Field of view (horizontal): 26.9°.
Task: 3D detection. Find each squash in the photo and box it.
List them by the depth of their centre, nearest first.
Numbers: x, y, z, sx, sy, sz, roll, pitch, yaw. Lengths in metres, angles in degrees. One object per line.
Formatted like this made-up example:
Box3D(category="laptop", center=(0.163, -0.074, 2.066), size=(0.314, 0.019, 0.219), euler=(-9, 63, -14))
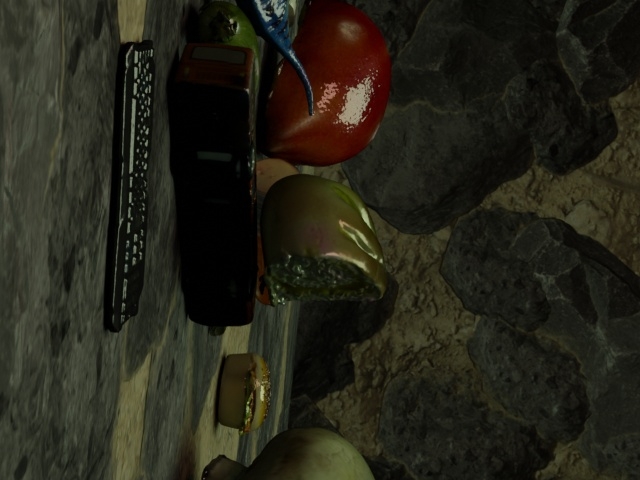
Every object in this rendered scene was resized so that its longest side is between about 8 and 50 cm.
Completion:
Box3D(category="squash", center=(-0.107, -0.222, 1.591), size=(0.318, 0.071, 0.080), euler=(96, -23, -77))

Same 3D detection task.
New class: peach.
Box3D(category="peach", center=(0.019, -0.257, 2.354), size=(0.257, 0.201, 0.361), euler=(110, -1, -46))

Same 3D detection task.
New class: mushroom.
Box3D(category="mushroom", center=(-0.066, 0.412, 1.788), size=(0.352, 0.260, 0.352), euler=(-52, 160, -28))

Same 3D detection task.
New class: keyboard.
Box3D(category="keyboard", center=(-0.172, -0.051, 1.223), size=(0.106, 0.016, 0.262), euler=(-69, 164, -79))

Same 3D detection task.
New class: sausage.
Box3D(category="sausage", center=(-0.081, 0.005, 2.277), size=(0.093, 0.093, 0.312), euler=(-81, 175, -46))

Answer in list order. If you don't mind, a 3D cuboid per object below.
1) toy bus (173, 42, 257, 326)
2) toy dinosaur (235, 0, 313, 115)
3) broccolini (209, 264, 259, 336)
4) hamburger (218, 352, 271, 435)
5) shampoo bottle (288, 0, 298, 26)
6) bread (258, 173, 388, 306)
Box3D(category="toy bus", center=(-0.117, -0.049, 1.557), size=(0.408, 0.093, 0.092), euler=(94, 2, -49))
Box3D(category="toy dinosaur", center=(-0.070, -0.308, 1.611), size=(0.329, 0.076, 0.144), euler=(59, 24, -46))
Box3D(category="broccolini", center=(-0.139, 0.083, 2.017), size=(0.057, 0.071, 0.254), euler=(-41, -172, 23))
Box3D(category="hamburger", center=(-0.117, 0.241, 2.107), size=(0.141, 0.082, 0.126), euler=(-73, 168, -80))
Box3D(category="shampoo bottle", center=(-0.055, -0.451, 2.340), size=(0.077, 0.045, 0.151), euler=(94, 5, -60))
Box3D(category="bread", center=(0.001, -0.005, 1.612), size=(0.260, 0.158, 0.156), euler=(-107, -166, -75))
